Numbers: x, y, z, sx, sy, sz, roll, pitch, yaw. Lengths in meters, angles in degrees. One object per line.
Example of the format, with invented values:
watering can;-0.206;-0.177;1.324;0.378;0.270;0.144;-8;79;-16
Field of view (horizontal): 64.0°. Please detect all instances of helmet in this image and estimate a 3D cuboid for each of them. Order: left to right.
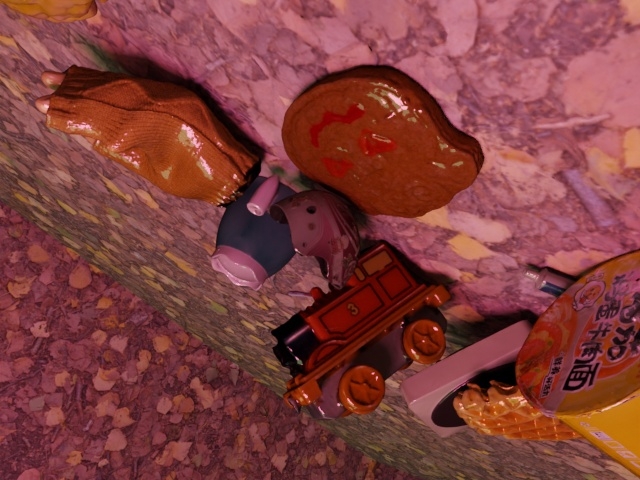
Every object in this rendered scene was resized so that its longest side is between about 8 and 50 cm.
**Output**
helmet;0.008;-0.014;0.826;0.177;0.107;0.153;48;179;-38

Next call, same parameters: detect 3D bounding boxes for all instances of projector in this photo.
projector;0.303;0.267;0.979;0.259;0.079;0.257;-29;139;9

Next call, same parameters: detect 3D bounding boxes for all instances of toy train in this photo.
toy train;0.077;0.157;0.918;0.232;0.369;0.163;54;157;11

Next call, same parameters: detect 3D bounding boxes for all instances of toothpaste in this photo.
toothpaste;0.401;0.084;0.768;0.197;0.035;0.057;22;169;10

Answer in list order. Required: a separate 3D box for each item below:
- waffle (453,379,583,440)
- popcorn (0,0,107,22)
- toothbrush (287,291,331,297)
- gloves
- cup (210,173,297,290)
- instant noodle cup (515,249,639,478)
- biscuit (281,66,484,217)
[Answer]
waffle;0.362;0.296;0.861;0.261;0.056;0.250;-10;143;25
popcorn;-0.250;-0.329;0.487;0.259;0.259;0.212;34;168;-9
toothbrush;-0.024;0.139;1.312;0.193;0.013;0.019;-4;132;48
gloves;-0.267;-0.175;0.830;0.356;0.155;0.203;23;165;-23
cup;-0.118;-0.005;0.967;0.167;0.173;0.300;26;154;4
instant noodle cup;0.406;0.165;0.615;0.200;0.264;0.264;41;153;-3
biscuit;0.070;-0.120;0.718;0.257;0.049;0.273;37;155;-17
